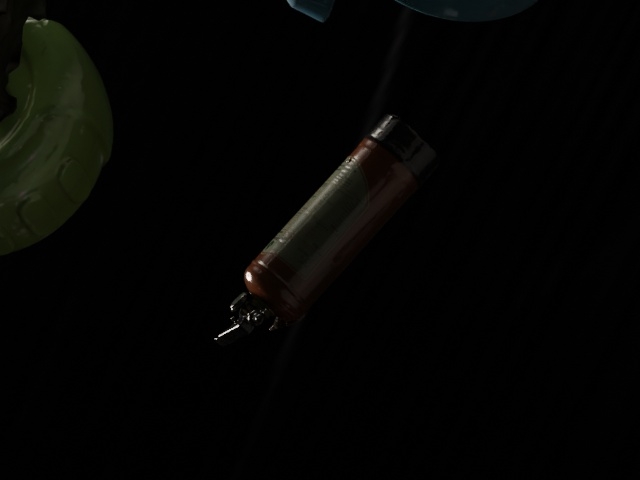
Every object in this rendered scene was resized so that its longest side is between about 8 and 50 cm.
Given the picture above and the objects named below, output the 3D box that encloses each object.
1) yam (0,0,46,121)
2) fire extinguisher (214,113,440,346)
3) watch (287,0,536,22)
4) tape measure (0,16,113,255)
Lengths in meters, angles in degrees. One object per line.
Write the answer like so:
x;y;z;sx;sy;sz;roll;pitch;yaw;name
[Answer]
-0.165;-0.088;0.486;0.241;0.348;0.241;17;169;3;yam
0.000;0.000;1.181;0.050;0.177;0.062;45;171;-11;fire extinguisher
0.077;-0.226;1.239;0.193;0.211;0.211;9;-165;-12;watch
-0.194;-0.063;1.052;0.087;0.154;0.177;68;-177;-60;tape measure
